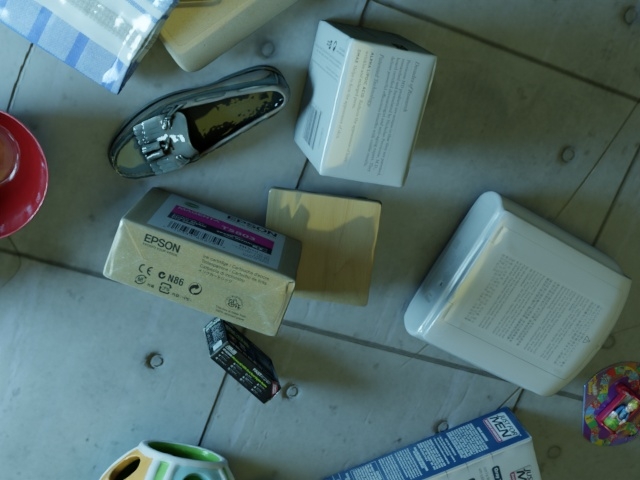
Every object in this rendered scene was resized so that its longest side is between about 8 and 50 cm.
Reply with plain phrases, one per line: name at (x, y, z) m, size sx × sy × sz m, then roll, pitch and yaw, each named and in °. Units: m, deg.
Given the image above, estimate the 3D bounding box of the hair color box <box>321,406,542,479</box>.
hair color box at (0.191, 0.430, 1.572) m, size 0.347 × 0.105 × 0.173 m, roll -20°, pitch 114°, yaw -5°

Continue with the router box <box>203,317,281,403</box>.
router box at (-0.117, 0.177, 1.409) m, size 0.038 × 0.092 × 0.122 m, roll -43°, pitch 115°, yaw 5°

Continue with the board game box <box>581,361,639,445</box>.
board game box at (0.524, 0.294, 1.638) m, size 0.133 × 0.033 × 0.168 m, roll -8°, pitch 112°, yaw -11°

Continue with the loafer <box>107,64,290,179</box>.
loafer at (-0.165, -0.158, 1.271) m, size 0.268 × 0.084 × 0.096 m, roll -27°, pitch 115°, yaw -2°

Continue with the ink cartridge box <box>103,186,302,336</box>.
ink cartridge box at (-0.148, 0.023, 1.259) m, size 0.235 × 0.193 × 0.088 m, roll 20°, pitch 106°, yaw -4°

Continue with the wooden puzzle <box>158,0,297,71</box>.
wooden puzzle at (-0.136, -0.436, 1.179) m, size 0.322 × 0.080 × 0.348 m, roll -35°, pitch 119°, yaw 2°

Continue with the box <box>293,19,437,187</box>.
box at (0.054, -0.186, 1.259) m, size 0.119 × 0.181 × 0.181 m, roll 8°, pitch 108°, yaw -17°

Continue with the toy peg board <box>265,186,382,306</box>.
toy peg board at (0.000, 0.000, 1.388) m, size 0.161 × 0.079 × 0.161 m, roll 8°, pitch 109°, yaw 1°

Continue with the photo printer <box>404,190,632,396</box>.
photo printer at (0.321, 0.096, 1.472) m, size 0.308 × 0.107 × 0.256 m, roll 26°, pitch 103°, yaw -21°

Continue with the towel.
towel at (-0.270, -0.327, 1.138) m, size 0.209 × 0.034 × 0.285 m, roll 33°, pitch 126°, yaw -14°

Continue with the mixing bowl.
mixing bowl at (-0.443, -0.098, 1.222) m, size 0.181 × 0.098 × 0.181 m, roll -4°, pitch 111°, yaw -11°

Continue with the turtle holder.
turtle holder at (-0.198, 0.432, 1.412) m, size 0.320 × 0.243 × 0.227 m, roll 14°, pitch 86°, yaw -6°
